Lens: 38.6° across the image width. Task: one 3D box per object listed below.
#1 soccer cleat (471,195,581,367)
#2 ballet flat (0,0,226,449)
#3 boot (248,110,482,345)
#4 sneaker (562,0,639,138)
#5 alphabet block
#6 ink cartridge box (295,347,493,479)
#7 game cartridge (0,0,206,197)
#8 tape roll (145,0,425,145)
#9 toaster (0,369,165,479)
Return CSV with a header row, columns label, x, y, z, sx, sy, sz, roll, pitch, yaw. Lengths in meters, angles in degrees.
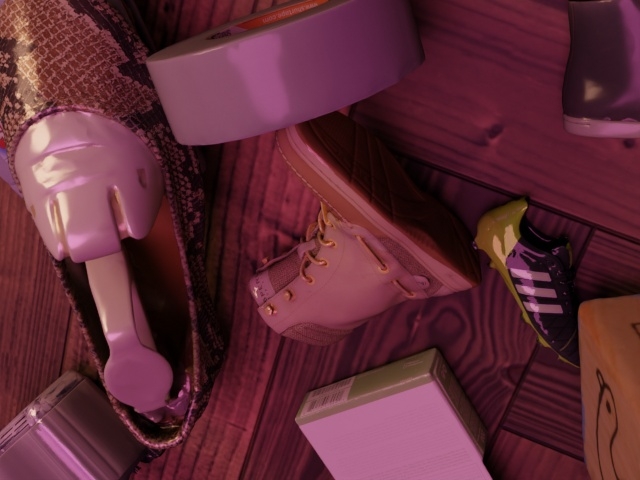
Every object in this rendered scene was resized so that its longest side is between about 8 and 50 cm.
label,x,y,z,sx,sy,sz,roll,pitch,yaw
soccer cleat,0.214,0.041,0.856,0.072,0.060,0.179,-32,98,26
ballet flat,-0.180,0.014,0.841,0.164,0.182,0.482,-7,128,2
boot,0.000,0.000,0.850,0.203,0.095,0.262,-27,135,30
sneaker,0.305,-0.145,0.725,0.222,0.083,0.118,0,114,19
alphabet block,0.337,0.163,0.769,0.193,0.197,0.192,-9,112,4
ink cartridge box,0.104,0.246,0.988,0.171,0.056,0.235,-24,108,26
game cartridge,-0.252,-0.157,0.852,0.198,0.062,0.297,-19,126,5
tape roll,-0.028,-0.151,0.752,0.219,0.219,0.072,-10,110,22
toaster,-0.304,0.257,1.084,0.146,0.129,0.227,47,120,-4
